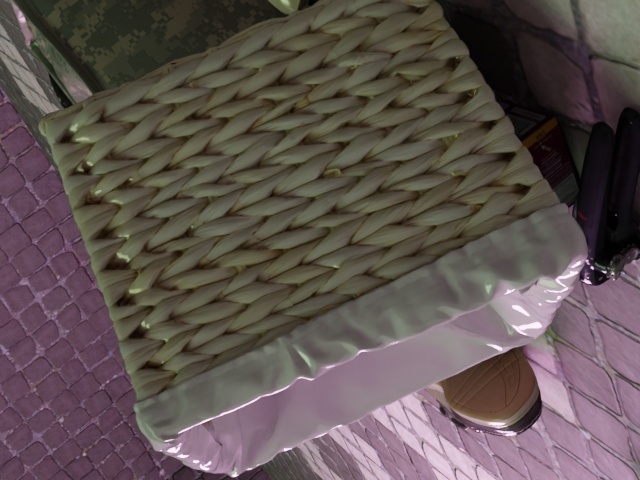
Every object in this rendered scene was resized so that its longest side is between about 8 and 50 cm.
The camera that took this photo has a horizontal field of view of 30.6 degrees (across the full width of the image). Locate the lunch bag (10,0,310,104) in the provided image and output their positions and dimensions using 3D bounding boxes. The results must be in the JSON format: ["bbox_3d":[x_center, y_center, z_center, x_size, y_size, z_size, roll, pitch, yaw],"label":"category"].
[{"bbox_3d":[-0.130,-0.181,1.191,0.287,0.235,0.169,51,167,8],"label":"lunch bag"}]

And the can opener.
[{"bbox_3d":[0.215,-0.029,0.893,0.073,0.059,0.186,43,163,29],"label":"can opener"}]

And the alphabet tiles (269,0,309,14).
[{"bbox_3d":[-0.033,-0.308,0.896,0.278,0.021,0.284,43,148,12],"label":"alphabet tiles"}]

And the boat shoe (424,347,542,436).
[{"bbox_3d":[0.190,0.177,1.361,0.092,0.103,0.285,50,169,-14],"label":"boat shoe"}]

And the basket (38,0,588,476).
[{"bbox_3d":[0.000,0.000,0.940,0.328,0.331,0.266,70,177,-75],"label":"basket"}]

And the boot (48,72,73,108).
[{"bbox_3d":[-0.270,-0.147,1.467,0.246,0.083,0.161,58,166,-16],"label":"boot"}]

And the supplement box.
[{"bbox_3d":[0.173,-0.064,0.961,0.055,0.043,0.083,30,153,53],"label":"supplement box"}]
